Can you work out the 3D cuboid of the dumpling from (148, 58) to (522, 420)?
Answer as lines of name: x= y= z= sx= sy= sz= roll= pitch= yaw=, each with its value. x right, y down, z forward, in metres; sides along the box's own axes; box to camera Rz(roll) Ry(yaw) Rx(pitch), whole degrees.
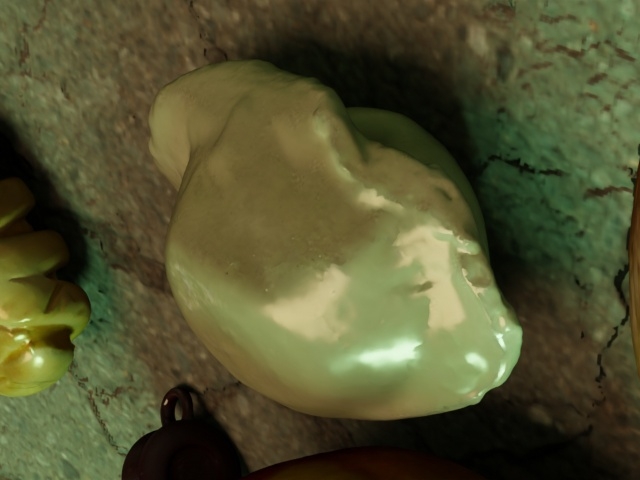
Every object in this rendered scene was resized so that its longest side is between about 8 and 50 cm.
dumpling: x=0.000 y=0.000 z=0.795 sx=0.250 sy=0.132 sz=0.162 roll=20 pitch=141 yaw=54

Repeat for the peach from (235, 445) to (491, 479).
peach: x=0.025 y=0.265 z=0.846 sx=0.308 sy=0.308 sz=0.332 roll=41 pitch=146 yaw=15

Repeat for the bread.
bread: x=-0.205 y=0.009 z=1.031 sx=0.177 sy=0.084 sz=0.119 roll=56 pitch=142 yaw=-3

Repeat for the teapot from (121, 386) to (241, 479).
teapot: x=-0.085 y=0.136 z=1.024 sx=0.045 sy=0.068 sz=0.100 roll=-26 pitch=63 yaw=52

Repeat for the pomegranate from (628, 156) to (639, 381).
pomegranate: x=0.265 y=-0.009 z=0.359 sx=0.411 sy=0.411 sz=0.411 roll=25 pitch=133 yaw=30
